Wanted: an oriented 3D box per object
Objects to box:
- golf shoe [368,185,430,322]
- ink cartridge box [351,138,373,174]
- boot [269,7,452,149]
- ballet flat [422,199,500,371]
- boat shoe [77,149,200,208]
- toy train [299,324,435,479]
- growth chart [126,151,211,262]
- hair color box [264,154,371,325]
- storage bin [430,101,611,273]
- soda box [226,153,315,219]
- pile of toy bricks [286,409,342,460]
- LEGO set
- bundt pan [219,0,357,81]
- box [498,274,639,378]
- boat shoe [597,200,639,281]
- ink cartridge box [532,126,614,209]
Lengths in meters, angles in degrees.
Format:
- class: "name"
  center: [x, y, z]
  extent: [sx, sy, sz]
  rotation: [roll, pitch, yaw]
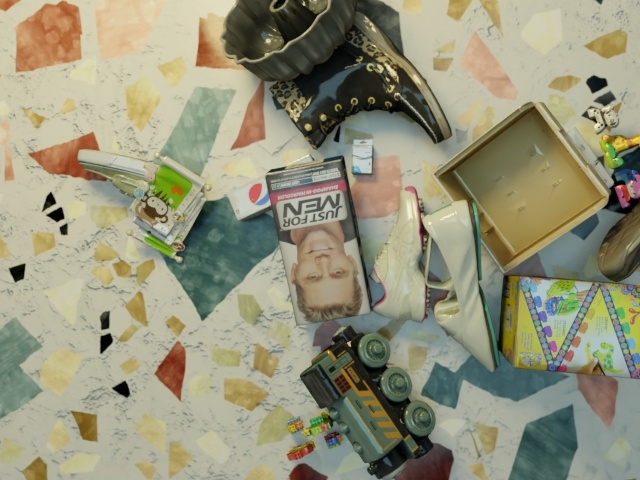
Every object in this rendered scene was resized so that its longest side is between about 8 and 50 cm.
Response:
- class: "golf shoe"
  center: [0.174, 0.032, 1.619]
  extent: [0.140, 0.115, 0.306]
  rotation: [-2, 87, 12]
- class: "ink cartridge box"
  center: [0.097, -0.195, 1.676]
  extent: [0.048, 0.028, 0.083]
  rotation: [1, 88, 8]
- class: "boot"
  center: [0.086, -0.305, 1.625]
  extent: [0.284, 0.138, 0.377]
  rotation: [-38, 80, 4]
- class: "ballet flat"
  center: [0.294, 0.105, 1.547]
  extent: [0.139, 0.139, 0.400]
  rotation: [-11, 112, 8]
- class: "boat shoe"
  center: [-0.436, -0.146, 1.715]
  extent: [0.302, 0.109, 0.094]
  rotation: [14, 94, 6]
- class: "toy train"
  center: [0.104, 0.352, 1.574]
  extent: [0.190, 0.142, 0.334]
  rotation: [-32, 85, -31]
- class: "growth chart"
  center: [-0.360, -0.077, 1.687]
  extent: [0.172, 0.021, 0.237]
  rotation: [24, 113, -9]
- class: "hair color box"
  center: [0.000, 0.000, 1.606]
  extent: [0.173, 0.105, 0.347]
  rotation: [-11, 101, 6]
- class: "storage bin"
  center: [0.427, -0.117, 1.537]
  extent: [0.260, 0.123, 0.262]
  rotation: [-39, 82, 28]
- class: "soda box"
  center: [-0.103, -0.120, 1.683]
  extent: [0.216, 0.069, 0.074]
  rotation: [-24, 86, 6]
- class: "pile of toy bricks"
  center: [0.007, 0.417, 1.633]
  extent: [0.212, 0.105, 0.118]
  rotation: [-24, 85, 7]
- class: "LEGO set"
  center: [0.661, -0.188, 1.548]
  extent: [0.093, 0.087, 0.227]
  rotation: [-23, 75, 30]
- class: "bundt pan"
  center: [-0.058, -0.483, 1.602]
  extent: [0.330, 0.124, 0.331]
  rotation: [-20, 50, 25]
- class: "box"
  center: [0.521, 0.168, 1.473]
  extent: [0.279, 0.290, 0.177]
  rotation: [4, 89, 8]
- class: "boat shoe"
  center: [0.707, -0.032, 1.483]
  extent: [0.130, 0.132, 0.355]
  rotation: [46, 70, 0]
- class: "ink cartridge box"
  center: [0.551, -0.154, 1.591]
  extent: [0.109, 0.063, 0.150]
  rotation: [-34, 85, 7]
